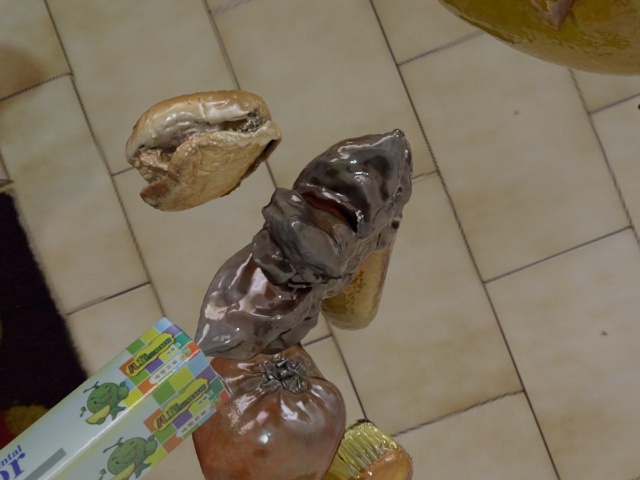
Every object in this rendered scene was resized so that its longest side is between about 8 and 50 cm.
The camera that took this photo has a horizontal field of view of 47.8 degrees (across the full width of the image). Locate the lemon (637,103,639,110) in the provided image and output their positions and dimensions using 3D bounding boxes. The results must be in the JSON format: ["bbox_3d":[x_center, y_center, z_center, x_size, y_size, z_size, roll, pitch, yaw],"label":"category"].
[{"bbox_3d":[0.507,-0.210,0.813,0.254,0.228,0.228,-26,89,-6],"label":"lemon"}]

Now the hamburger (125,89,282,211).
[{"bbox_3d":[-0.184,-0.149,1.155,0.243,0.286,0.146,-25,82,5],"label":"hamburger"}]

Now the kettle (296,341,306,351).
[{"bbox_3d":[-0.098,0.260,1.368,0.208,0.251,0.271,-9,85,8],"label":"kettle"}]

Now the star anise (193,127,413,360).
[{"bbox_3d":[-0.009,0.008,0.714,0.108,0.315,0.315,42,93,5],"label":"star anise"}]

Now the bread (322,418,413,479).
[{"bbox_3d":[0.045,0.361,1.052,0.114,0.132,0.190,35,87,41],"label":"bread"}]

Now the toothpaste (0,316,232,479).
[{"bbox_3d":[-0.113,0.102,0.309,0.164,0.046,0.034,-40,49,-21],"label":"toothpaste"}]

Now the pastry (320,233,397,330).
[{"bbox_3d":[0.071,0.018,1.502,0.164,0.356,0.355,14,92,3],"label":"pastry"}]

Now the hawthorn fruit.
[{"bbox_3d":[-0.082,0.252,0.921,0.200,0.199,0.251,27,118,4],"label":"hawthorn fruit"}]

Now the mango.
[{"bbox_3d":[0.201,-0.209,0.566,0.262,0.167,0.129,15,80,34],"label":"mango"}]
